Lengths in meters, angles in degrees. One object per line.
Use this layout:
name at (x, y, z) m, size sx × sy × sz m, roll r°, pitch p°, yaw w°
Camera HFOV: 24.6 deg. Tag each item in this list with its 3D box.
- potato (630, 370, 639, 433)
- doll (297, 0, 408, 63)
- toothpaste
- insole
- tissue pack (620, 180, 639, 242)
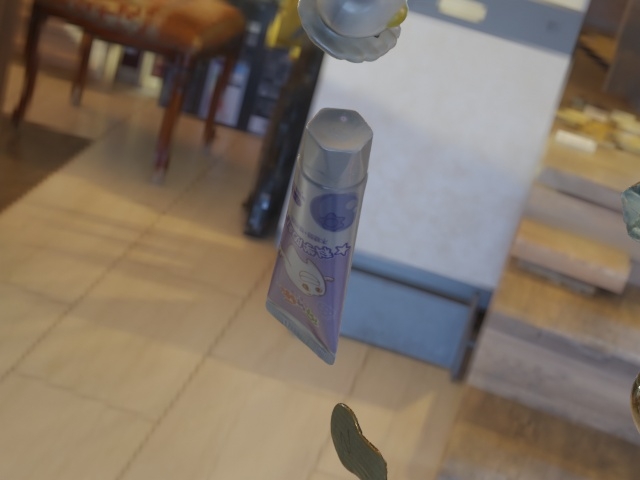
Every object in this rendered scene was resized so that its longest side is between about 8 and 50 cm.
potato at (0.441, 0.205, 1.809) m, size 0.117 × 0.182 × 0.202 m, roll 23°, pitch 36°, yaw -5°
doll at (0.058, -0.271, 1.458) m, size 0.119 × 0.293 × 0.138 m, roll 33°, pitch 60°, yaw -4°
toothpaste at (0.000, 0.000, 1.736) m, size 0.125 × 0.371 × 0.080 m, roll 40°, pitch 55°, yaw 23°
insole at (0.039, 0.224, 1.568) m, size 0.004 × 0.064 × 0.188 m, roll 4°, pitch 13°, yaw -18°
tissue pack at (0.596, -0.066, 1.970) m, size 0.316 × 0.103 × 0.228 m, roll -27°, pitch 33°, yaw -25°
